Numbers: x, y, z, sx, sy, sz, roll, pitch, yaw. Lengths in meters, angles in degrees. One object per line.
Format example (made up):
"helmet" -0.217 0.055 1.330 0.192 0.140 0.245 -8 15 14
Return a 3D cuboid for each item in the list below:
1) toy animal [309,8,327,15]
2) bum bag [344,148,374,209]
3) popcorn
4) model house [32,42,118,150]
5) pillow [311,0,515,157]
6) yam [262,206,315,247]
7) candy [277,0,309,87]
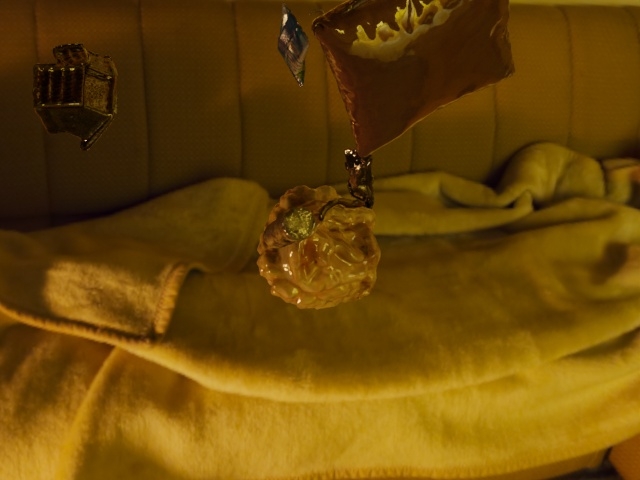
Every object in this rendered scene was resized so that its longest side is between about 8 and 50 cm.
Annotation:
"toy animal" 0.017 -0.509 1.552 0.084 0.028 0.050 11 4 0
"bum bag" 0.123 -0.196 2.119 0.069 0.248 0.102 -24 51 -18
"popcorn" 0.000 0.000 1.762 0.349 0.382 0.349 4 63 -8
"model house" -0.441 -0.266 1.195 0.106 0.165 0.152 -17 -19 33
"pillow" 0.158 -0.289 1.028 0.308 0.305 0.108 -30 58 0
"yam" -0.058 -0.019 1.204 0.061 0.061 0.253 -3 -4 -12
"candy" -0.046 -0.314 1.087 0.038 0.136 0.088 -22 75 -13
